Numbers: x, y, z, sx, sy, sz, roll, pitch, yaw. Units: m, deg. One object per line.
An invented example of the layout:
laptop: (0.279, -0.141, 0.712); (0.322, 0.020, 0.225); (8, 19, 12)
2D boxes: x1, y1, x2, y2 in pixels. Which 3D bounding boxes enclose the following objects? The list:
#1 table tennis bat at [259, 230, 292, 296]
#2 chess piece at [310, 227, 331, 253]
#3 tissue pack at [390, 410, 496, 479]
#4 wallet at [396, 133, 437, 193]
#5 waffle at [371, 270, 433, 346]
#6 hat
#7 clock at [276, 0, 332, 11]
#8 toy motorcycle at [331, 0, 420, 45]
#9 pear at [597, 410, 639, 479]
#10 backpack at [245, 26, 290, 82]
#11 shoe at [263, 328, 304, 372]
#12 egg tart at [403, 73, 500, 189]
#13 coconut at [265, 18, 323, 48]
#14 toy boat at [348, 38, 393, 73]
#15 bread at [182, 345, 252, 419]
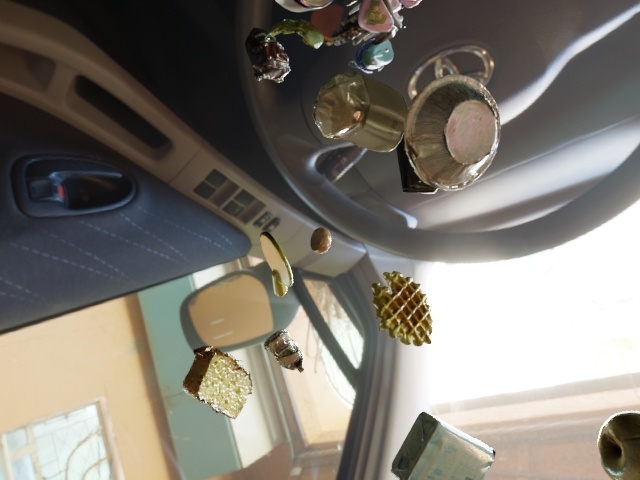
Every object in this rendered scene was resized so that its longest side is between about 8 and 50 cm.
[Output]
table tennis bat: (-0.165, 0.111, 1.735); (0.054, 0.224, 0.369); (-27, 147, -20)
chess piece: (0.000, 0.000, 1.426); (0.038, 0.084, 0.083); (10, 159, -26)
tissue pack: (0.321, 0.573, 1.162); (0.263, 0.177, 0.089); (35, 173, -26)
wallet: (0.393, -0.347, 1.828); (0.172, 0.318, 0.045); (1, 164, -16)
waffle: (0.282, 0.223, 1.486); (0.250, 0.261, 0.056); (16, 140, -26)
hat: (0.110, -0.355, 1.273); (0.149, 0.244, 0.214); (-28, 140, -44)
clock: (-0.045, -0.679, 1.069); (0.230, 0.230, 0.083); (-10, -161, -42)
toy motorcycle: (0.179, -0.603, 1.134); (0.327, 0.143, 0.188); (-39, -160, -12)
pear: (0.674, 0.446, 0.937); (0.136, 0.167, 0.167); (10, 174, 7)
backpack: (-0.169, -0.587, 1.396); (0.120, 0.165, 0.106); (-15, 169, -43)
shoe: (-0.102, 0.341, 1.339); (0.089, 0.092, 0.180); (-35, 144, -7)
egg tart: (0.277, -0.216, 0.894); (0.234, 0.234, 0.094); (-15, -166, -18)
coconut: (-0.062, -0.522, 1.113); (0.158, 0.055, 0.133); (12, -141, 16)
toy boat: (0.129, -0.522, 1.283); (0.110, 0.091, 0.175); (-4, -154, 38)
bread: (-0.320, 0.417, 1.330); (0.147, 0.160, 0.260); (9, 153, 27)
